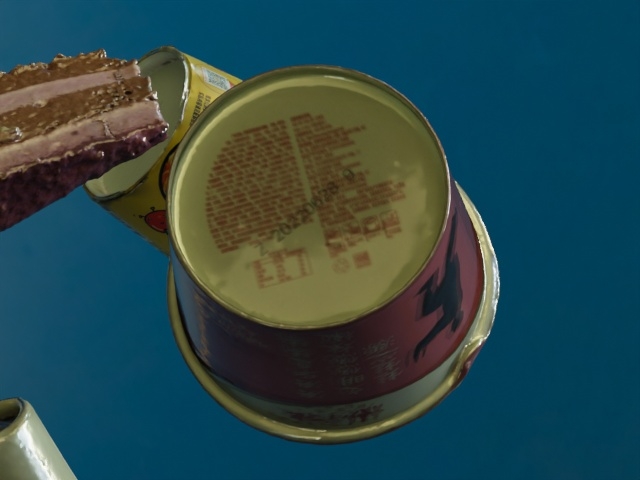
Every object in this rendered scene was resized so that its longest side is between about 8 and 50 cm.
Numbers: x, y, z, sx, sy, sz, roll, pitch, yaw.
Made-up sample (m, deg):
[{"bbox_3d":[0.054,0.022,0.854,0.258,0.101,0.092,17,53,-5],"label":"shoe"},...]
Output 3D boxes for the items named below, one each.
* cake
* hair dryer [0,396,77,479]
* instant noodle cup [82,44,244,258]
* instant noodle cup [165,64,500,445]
[{"bbox_3d":[-0.254,-0.052,1.375,0.295,0.113,0.116,-24,-129,-16],"label":"cake"},{"bbox_3d":[-0.047,0.176,0.809,0.296,0.298,0.119,47,-142,-5],"label":"hair dryer"},{"bbox_3d":[-0.099,-0.063,1.527,0.182,0.144,0.182,-34,-140,34],"label":"instant noodle cup"},{"bbox_3d":[0.000,0.000,1.237,0.235,0.178,0.234,-2,-111,5],"label":"instant noodle cup"}]
